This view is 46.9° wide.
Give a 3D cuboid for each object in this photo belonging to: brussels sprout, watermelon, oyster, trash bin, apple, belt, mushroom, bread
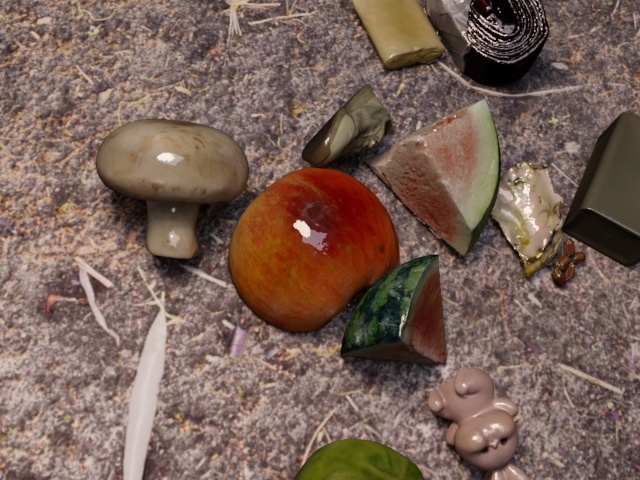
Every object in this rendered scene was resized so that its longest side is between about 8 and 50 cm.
[{"bbox_3d":[0.067,0.411,0.995,0.271,0.210,0.219,37,41,-4],"label":"brussels sprout"},{"bbox_3d":[0.130,0.118,1.185,0.136,0.202,0.207,22,65,32],"label":"watermelon"},{"bbox_3d":[0.388,-0.047,1.351,0.133,0.072,0.209,-29,55,10],"label":"oyster"},{"bbox_3d":[0.573,-0.096,1.381,0.164,0.122,0.240,31,65,6],"label":"trash bin"},{"bbox_3d":[0.000,0.000,1.205,0.293,0.163,0.251,-35,73,-22],"label":"apple"},{"bbox_3d":[0.224,-0.132,1.330,0.232,0.193,0.310,23,72,-17],"label":"watermelon"},{"bbox_3d":[0.327,-0.453,1.491,0.184,0.164,0.289,-30,80,1],"label":"belt"},{"bbox_3d":[-0.241,-0.082,1.195,0.244,0.243,0.243,4,64,-8],"label":"mushroom"},{"bbox_3d":[0.155,-0.435,1.501,0.140,0.060,0.178,-14,67,-18],"label":"bread"}]

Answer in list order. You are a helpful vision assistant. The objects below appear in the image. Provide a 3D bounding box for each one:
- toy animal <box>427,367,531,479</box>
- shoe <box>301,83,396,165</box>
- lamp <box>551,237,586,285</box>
[{"bbox_3d":[0.259,0.304,1.129,0.124,0.124,0.212,-19,66,-18],"label":"toy animal"},{"bbox_3d":[0.057,-0.190,1.310,0.098,0.103,0.275,42,40,-1],"label":"shoe"},{"bbox_3d":[0.443,0.044,1.331,0.063,0.031,0.083,40,70,-31],"label":"lamp"}]
